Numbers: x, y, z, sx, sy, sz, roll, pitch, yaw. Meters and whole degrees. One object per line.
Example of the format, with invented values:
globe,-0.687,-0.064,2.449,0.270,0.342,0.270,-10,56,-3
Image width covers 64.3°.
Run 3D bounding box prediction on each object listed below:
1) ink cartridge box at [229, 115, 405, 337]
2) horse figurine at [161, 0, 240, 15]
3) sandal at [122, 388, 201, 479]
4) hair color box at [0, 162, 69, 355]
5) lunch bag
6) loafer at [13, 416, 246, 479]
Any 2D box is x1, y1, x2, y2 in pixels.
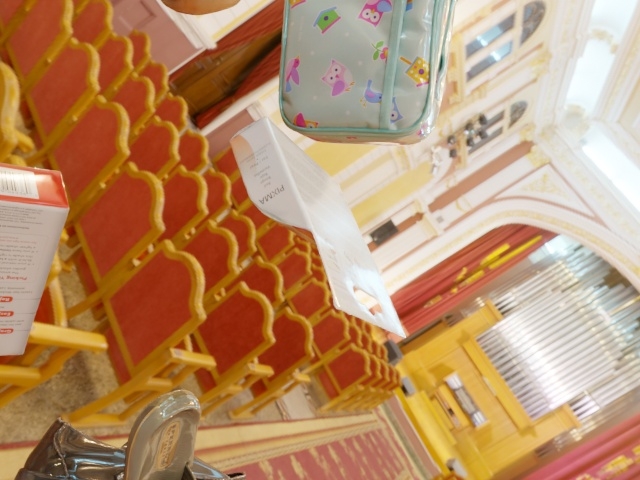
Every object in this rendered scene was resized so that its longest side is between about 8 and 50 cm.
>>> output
ink cartridge box,0.000,0.000,0.436,0.145,0.045,0.179,33,33,-57
horse figurine,-0.097,-0.269,0.473,0.174,0.263,0.066,34,-34,29
sandal,-0.117,0.199,0.385,0.049,0.180,0.072,24,18,31
hair color box,-0.222,0.017,0.335,0.072,0.141,0.043,7,36,-41
lunch bag,0.065,-0.268,0.667,0.108,0.224,0.279,-4,101,-66
loafer,-0.168,0.218,0.494,0.220,0.080,0.078,18,62,-19
